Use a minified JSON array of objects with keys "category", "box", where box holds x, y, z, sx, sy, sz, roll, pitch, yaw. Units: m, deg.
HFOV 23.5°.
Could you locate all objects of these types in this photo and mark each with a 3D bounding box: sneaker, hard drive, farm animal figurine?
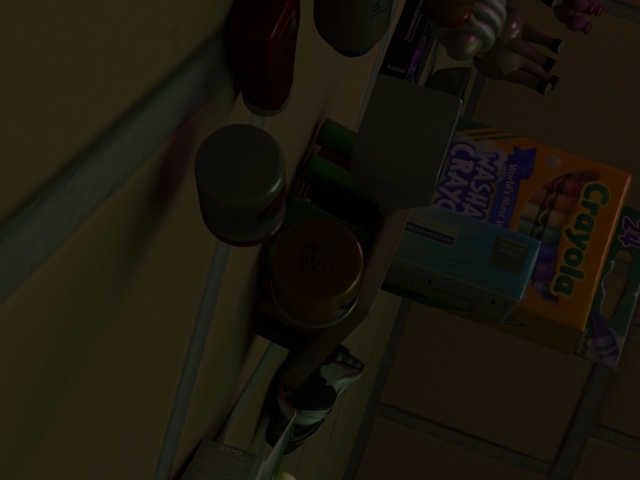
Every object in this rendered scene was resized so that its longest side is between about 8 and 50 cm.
[{"category":"sneaker","box":[-0.017,0.149,1.481,0.077,0.072,0.178,-60,170,21]},{"category":"hard drive","box":[0.129,-0.097,2.008,0.172,0.054,0.255,102,9,-53]},{"category":"farm animal figurine","box":[0.249,-0.351,1.846,0.330,0.172,0.327,-64,163,12]}]

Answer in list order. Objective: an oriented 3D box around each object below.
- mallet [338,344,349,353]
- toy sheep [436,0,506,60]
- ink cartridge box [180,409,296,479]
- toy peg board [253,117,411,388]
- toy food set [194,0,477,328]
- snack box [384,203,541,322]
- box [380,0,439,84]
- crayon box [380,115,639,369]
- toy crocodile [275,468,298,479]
[{"category":"mallet","box":[-0.003,0.139,1.667,0.189,0.039,0.062,31,80,-80]},{"category":"toy sheep","box":[0.160,-0.251,1.658,0.091,0.091,0.132,95,10,-68]},{"category":"ink cartridge box","box":[-0.082,0.223,1.099,0.235,0.056,0.171,-62,171,-76]},{"category":"toy peg board","box":[0.000,0.000,1.126,0.161,0.079,0.161,-66,-171,-31]},{"category":"toy food set","box":[0.010,-0.063,0.728,0.104,0.111,0.232,93,14,-69]},{"category":"snack box","box":[0.099,0.013,1.439,0.322,0.187,0.060,61,48,-83]},{"category":"box","box":[0.092,-0.199,1.462,0.116,0.029,0.162,89,20,-71]},{"category":"crayon box","box":[0.209,-0.009,1.710,0.083,0.322,0.203,96,14,-66]},{"category":"toy crocodile","box":[-0.085,0.345,1.248,0.115,0.105,0.341,-12,-137,51]}]
